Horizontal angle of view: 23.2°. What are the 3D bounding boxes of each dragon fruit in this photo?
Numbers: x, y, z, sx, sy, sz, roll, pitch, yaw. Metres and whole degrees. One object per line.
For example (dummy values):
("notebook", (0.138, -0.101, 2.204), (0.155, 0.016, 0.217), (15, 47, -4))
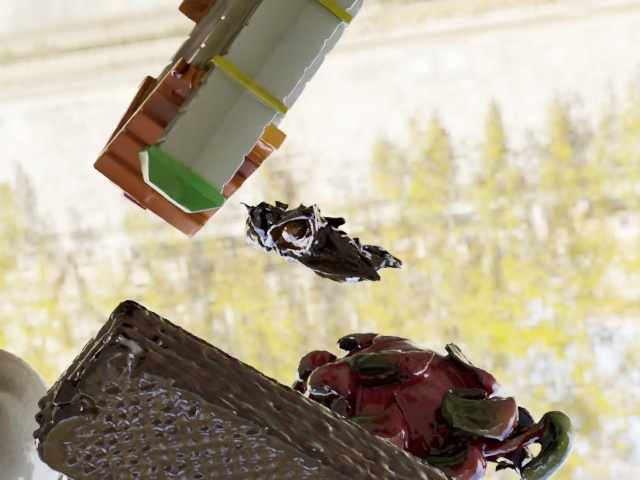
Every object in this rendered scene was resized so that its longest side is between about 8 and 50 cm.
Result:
("dragon fruit", (0.078, 0.180, 1.397), (0.198, 0.218, 0.273), (-42, -160, -13))

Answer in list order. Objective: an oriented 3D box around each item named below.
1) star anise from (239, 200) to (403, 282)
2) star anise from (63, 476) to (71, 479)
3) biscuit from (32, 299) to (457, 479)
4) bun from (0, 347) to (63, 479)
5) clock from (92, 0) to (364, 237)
("star anise", (-0.001, 0.004, 1.397), (0.157, 0.053, 0.212), (25, 172, -1))
("star anise", (-0.245, 0.304, 1.537), (0.099, 0.214, 0.220), (20, -163, 27))
("biscuit", (-0.010, 0.173, 1.060), (0.388, 0.107, 0.073), (31, -155, -22))
("bun", (-0.281, 0.150, 1.165), (0.172, 0.120, 0.173), (-11, -131, 13))
("clock", (-0.058, -0.134, 1.103), (0.255, 0.106, 0.220), (-55, -167, -8))
